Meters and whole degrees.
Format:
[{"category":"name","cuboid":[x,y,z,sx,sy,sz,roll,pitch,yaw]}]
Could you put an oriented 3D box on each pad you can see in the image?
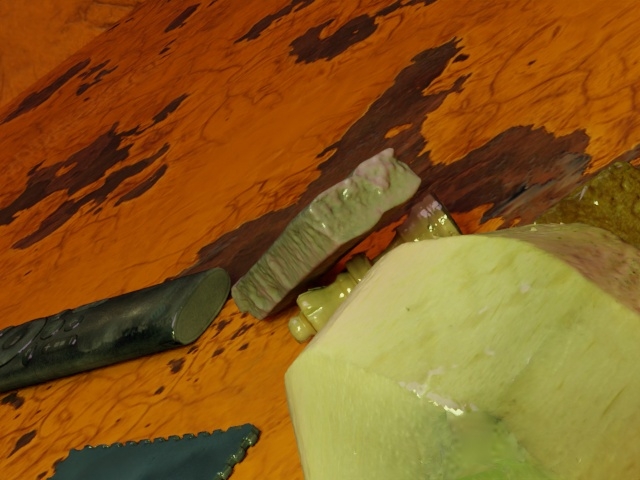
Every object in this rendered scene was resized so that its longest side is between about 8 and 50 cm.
[{"category":"pad","cuboid":[-0.202,0.253,1.604,0.269,0.012,0.269,-11,31,47]}]

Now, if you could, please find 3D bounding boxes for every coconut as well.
[{"category":"coconut","cuboid":[0.102,0.122,1.074,0.259,0.259,0.259,-30,20,12]}]

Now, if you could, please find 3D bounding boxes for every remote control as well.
[{"category":"remote control","cuboid":[-0.250,0.101,1.980,0.377,0.044,0.107,-16,24,41]}]

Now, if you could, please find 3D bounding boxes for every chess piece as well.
[{"category":"chess piece","cuboid":[0.045,0.031,1.664,0.172,0.060,0.060,-36,20,2]}]

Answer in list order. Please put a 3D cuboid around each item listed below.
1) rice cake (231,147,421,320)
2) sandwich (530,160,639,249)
[{"category":"rice cake","cuboid":[0.002,-0.001,1.673,0.106,0.050,0.298,-38,-2,-21]},{"category":"sandwich","cuboid":[0.145,0.046,1.299,0.186,0.065,0.214,-38,-14,-15]}]
